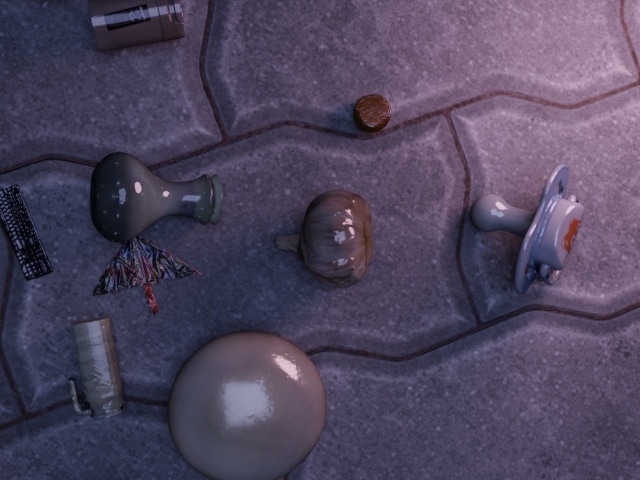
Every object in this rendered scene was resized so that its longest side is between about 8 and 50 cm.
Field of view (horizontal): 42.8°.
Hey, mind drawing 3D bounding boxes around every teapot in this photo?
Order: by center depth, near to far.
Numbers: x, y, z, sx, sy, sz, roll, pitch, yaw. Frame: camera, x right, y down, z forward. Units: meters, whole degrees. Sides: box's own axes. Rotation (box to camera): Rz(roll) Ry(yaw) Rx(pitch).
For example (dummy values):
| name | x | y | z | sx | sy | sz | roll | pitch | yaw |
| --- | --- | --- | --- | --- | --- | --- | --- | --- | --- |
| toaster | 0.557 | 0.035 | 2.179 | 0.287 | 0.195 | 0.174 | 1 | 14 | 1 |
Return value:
| name | x | y | z | sx | sy | sz | roll | pitch | yaw |
| --- | --- | --- | --- | --- | --- | --- | --- | --- | --- |
| teapot | -0.333 | -0.086 | 1.653 | 0.251 | 0.183 | 0.183 | -1 | 89 | -23 |
| teapot | -0.466 | 0.264 | 1.661 | 0.107 | 0.077 | 0.200 | -11 | 91 | -7 |

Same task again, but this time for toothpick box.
| name | x | y | z | sx | sy | sz | roll | pitch | yaw |
| --- | --- | --- | --- | --- | --- | --- | --- | --- | --- |
| toothpick box | -0.374 | -0.455 | 1.672 | 0.180 | 0.111 | 0.111 | -12 | 91 | -9 |

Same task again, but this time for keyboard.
| name | x | y | z | sx | sy | sz | roll | pitch | yaw |
| --- | --- | --- | --- | --- | --- | --- | --- | --- | --- |
| keyboard | -0.610 | -0.015 | 1.669 | 0.060 | 0.018 | 0.195 | -23 | 93 | -7 |

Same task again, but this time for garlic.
| name | x | y | z | sx | sy | sz | roll | pitch | yaw |
| --- | --- | --- | --- | --- | --- | --- | --- | --- | --- |
| garlic | 0.000 | 0.000 | 1.710 | 0.212 | 0.218 | 0.219 | -3 | 90 | 18 |

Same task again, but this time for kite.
| name | x | y | z | sx | sy | sz | roll | pitch | yaw |
| --- | --- | --- | --- | --- | --- | --- | --- | --- | --- |
| kite | -0.368 | 0.064 | 1.715 | 0.232 | 0.009 | 0.189 | -14 | 92 | -10 |

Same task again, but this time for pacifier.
| name | x | y | z | sx | sy | sz | roll | pitch | yaw |
| --- | --- | --- | --- | --- | --- | --- | --- | --- | --- |
| pacifier | 0.445 | -0.035 | 1.799 | 0.233 | 0.244 | 0.299 | 21 | 80 | 21 |

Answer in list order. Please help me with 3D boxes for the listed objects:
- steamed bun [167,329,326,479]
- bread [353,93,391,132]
| name | x | y | z | sx | sy | sz | roll | pitch | yaw |
| --- | --- | --- | --- | --- | --- | --- | --- | --- | --- |
| steamed bun | -0.147 | 0.340 | 1.655 | 0.324 | 0.206 | 0.324 | 0 | 89 | -9 |
| bread | 0.113 | -0.278 | 1.789 | 0.085 | 0.053 | 0.085 | 1 | 79 | -4 |
